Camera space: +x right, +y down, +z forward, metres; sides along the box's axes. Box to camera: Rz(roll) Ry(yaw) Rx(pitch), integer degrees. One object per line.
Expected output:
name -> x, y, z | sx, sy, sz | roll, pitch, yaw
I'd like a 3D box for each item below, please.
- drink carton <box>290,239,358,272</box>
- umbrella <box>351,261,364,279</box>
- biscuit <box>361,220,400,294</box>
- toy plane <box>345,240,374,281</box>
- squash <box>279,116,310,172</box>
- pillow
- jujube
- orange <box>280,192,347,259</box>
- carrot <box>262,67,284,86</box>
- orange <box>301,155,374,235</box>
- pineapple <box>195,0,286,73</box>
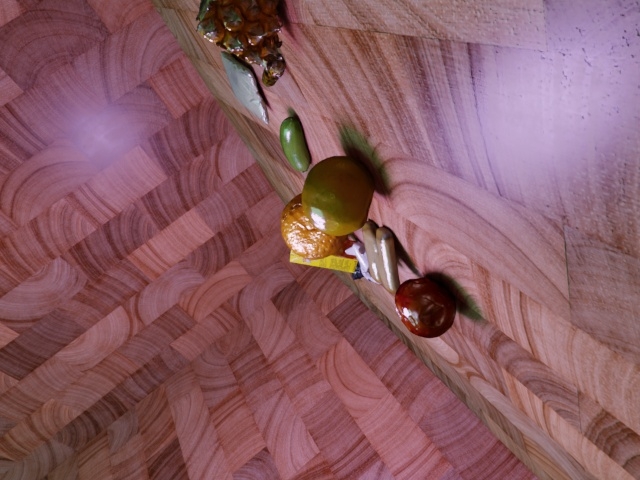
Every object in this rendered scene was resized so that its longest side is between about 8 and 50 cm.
drink carton -> 0.023, 0.059, 2.281 | 0.154, 0.351, 0.111 | -81, 1, -48
umbrella -> 0.239, 0.154, 2.395 | 0.110, 0.122, 0.272 | 29, 161, 7
biscuit -> 0.252, 0.069, 1.814 | 0.237, 0.062, 0.290 | -140, 34, -66
toy plane -> 0.228, 0.110, 2.058 | 0.244, 0.117, 0.244 | 53, -164, -22
squash -> -0.112, -0.408, 1.897 | 0.107, 0.107, 0.395 | 49, 173, 21
pillow -> -0.342, -0.709, 1.984 | 0.274, 0.076, 0.280 | 44, 164, 35
jujube -> 0.384, 0.243, 1.610 | 0.223, 0.223, 0.318 | 52, -178, 0
orange -> -0.023, -0.079, 2.104 | 0.340, 0.341, 0.293 | 53, -161, -5
carrot -> -0.172, -0.595, 1.533 | 0.069, 0.069, 0.229 | 54, 174, -15
orange -> 0.066, -0.151, 1.471 | 0.235, 0.279, 0.279 | 13, 156, 20
pineapple -> -0.165, -0.616, 1.169 | 0.286, 0.209, 0.344 | 26, -146, -32
